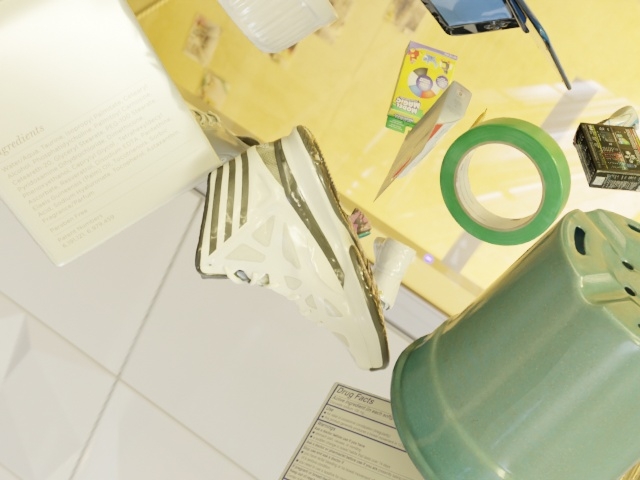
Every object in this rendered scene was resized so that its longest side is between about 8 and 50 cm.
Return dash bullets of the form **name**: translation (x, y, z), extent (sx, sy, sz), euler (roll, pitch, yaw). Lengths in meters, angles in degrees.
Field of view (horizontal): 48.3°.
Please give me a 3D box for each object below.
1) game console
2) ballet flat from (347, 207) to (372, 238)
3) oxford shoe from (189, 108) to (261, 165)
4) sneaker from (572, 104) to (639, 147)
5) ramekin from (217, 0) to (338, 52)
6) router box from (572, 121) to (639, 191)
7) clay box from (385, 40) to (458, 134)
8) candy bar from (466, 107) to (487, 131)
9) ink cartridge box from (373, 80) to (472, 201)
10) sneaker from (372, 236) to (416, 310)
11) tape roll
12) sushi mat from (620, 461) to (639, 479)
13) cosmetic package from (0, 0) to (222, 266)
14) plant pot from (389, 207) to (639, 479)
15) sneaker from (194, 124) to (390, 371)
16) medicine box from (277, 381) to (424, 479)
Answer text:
- **game console**: translation (0.308, -0.378, 1.293), extent (0.293, 0.250, 0.174), euler (16, 76, -62)
- **ballet flat**: translation (0.000, 0.000, 1.466), extent (0.221, 0.079, 0.077), euler (-29, 173, -13)
- **oxford shoe**: translation (-0.297, -0.244, 1.619), extent (0.449, 0.169, 0.130), euler (20, 103, -51)
- **sneaker**: translation (0.804, -0.302, 1.993), extent (0.237, 0.086, 0.085), euler (-28, -176, -21)
- **ramekin**: translation (-0.078, -0.343, 0.929), extent (0.109, 0.207, 0.207), euler (-35, 179, 13)
- **router box**: translation (0.458, -0.132, 1.120), extent (0.038, 0.092, 0.123), euler (97, -3, -47)
- **clay box**: translation (0.243, -0.360, 1.726), extent (0.053, 0.127, 0.222), euler (121, -14, -74)
- **candy bar**: translation (0.425, -0.309, 2.020), extent (0.161, 0.018, 0.040), euler (-50, 171, -14)
- **ink cartridge box**: translation (0.203, -0.183, 1.408), extent (0.189, 0.066, 0.232), euler (-48, -166, 49)
- **sneaker**: translation (0.150, 0.085, 1.751), extent (0.169, 0.108, 0.292), euler (-64, 176, -1)
- **tape roll**: translation (0.462, -0.147, 1.806), extent (0.077, 0.321, 0.321), euler (-34, 160, -47)
- **sushi mat**: translation (0.585, 0.377, 1.379), extent (0.019, 0.151, 0.317), euler (11, 106, -51)
- **cosmetic package**: translation (-0.424, -0.241, 1.201), extent (0.327, 0.394, 0.329), euler (-32, -148, -6)
- **plant pot**: translation (0.317, 0.160, 0.920), extent (0.341, 0.341, 0.334), euler (-49, 173, -51)
- **sneaker**: translation (-0.055, 0.053, 1.202), extent (0.257, 0.448, 0.169), euler (-21, -161, 7)
- **medicine box**: translation (0.086, 0.403, 1.101), extent (0.289, 0.263, 0.149), euler (-55, 145, -35)
